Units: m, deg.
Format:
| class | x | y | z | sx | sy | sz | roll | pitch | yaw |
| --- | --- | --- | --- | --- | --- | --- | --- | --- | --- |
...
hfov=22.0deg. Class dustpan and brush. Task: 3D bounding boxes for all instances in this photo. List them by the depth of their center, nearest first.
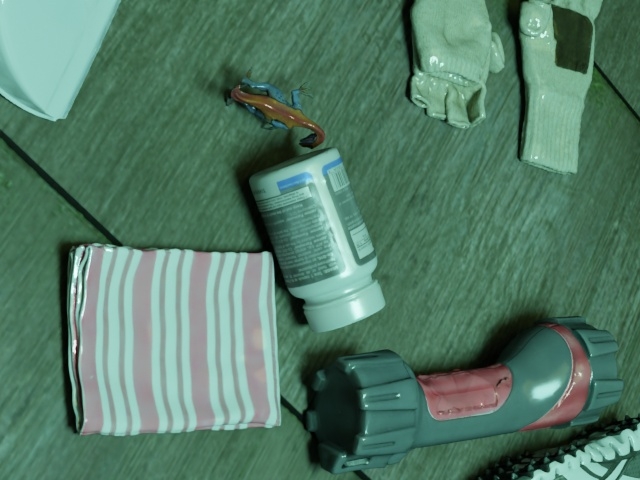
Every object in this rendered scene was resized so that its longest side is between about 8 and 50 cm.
| class | x | y | z | sx | sy | sz | roll | pitch | yaw |
| --- | --- | --- | --- | --- | --- | --- | --- | --- | --- |
| dustpan and brush | -0.232 | -0.193 | 1.164 | 0.211 | 0.060 | 0.147 | 41 | 69 | -58 |

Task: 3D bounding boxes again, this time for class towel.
| class | x | y | z | sx | sy | sz | roll | pitch | yaw |
| --- | --- | --- | --- | --- | --- | --- | --- | --- | --- |
| towel | -0.106 | 0.075 | 1.259 | 0.197 | 0.029 | 0.144 | 3 | 80 | -41 |

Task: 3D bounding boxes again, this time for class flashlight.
| class | x | y | z | sx | sy | sz | roll | pitch | yaw |
| --- | --- | --- | --- | --- | --- | --- | --- | --- | --- |
| flashlight | 0.128 | 0.123 | 1.410 | 0.304 | 0.103 | 0.103 | -1 | 56 | -40 |

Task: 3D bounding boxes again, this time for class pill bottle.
| class | x | y | z | sx | sy | sz | roll | pitch | yaw |
| --- | --- | --- | --- | --- | --- | --- | --- | --- | --- |
| pill bottle | 0.000 | 0.000 | 1.334 | 0.078 | 0.078 | 0.137 | -26 | 99 | -41 |

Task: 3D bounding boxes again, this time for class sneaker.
| class | x | y | z | sx | sy | sz | roll | pitch | yaw |
| --- | --- | --- | --- | --- | --- | --- | --- | --- | --- |
| sneaker | 0.231 | 0.233 | 1.491 | 0.234 | 0.078 | 0.106 | -12 | 87 | -44 |

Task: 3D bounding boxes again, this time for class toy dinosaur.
| class | x | y | z | sx | sy | sz | roll | pitch | yaw |
| --- | --- | --- | --- | --- | --- | --- | --- | --- | --- |
| toy dinosaur | -0.034 | -0.099 | 1.333 | 0.082 | 0.047 | 0.090 | 35 | 25 | -1 |

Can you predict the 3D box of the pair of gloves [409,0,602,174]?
| class | x | y | z | sx | sy | sz | roll | pitch | yaw |
| --- | --- | --- | --- | --- | --- | --- | --- | --- | --- |
| pair of gloves | 0.176 | -0.186 | 1.548 | 0.240 | 0.042 | 0.204 | 22 | 68 | -36 |
